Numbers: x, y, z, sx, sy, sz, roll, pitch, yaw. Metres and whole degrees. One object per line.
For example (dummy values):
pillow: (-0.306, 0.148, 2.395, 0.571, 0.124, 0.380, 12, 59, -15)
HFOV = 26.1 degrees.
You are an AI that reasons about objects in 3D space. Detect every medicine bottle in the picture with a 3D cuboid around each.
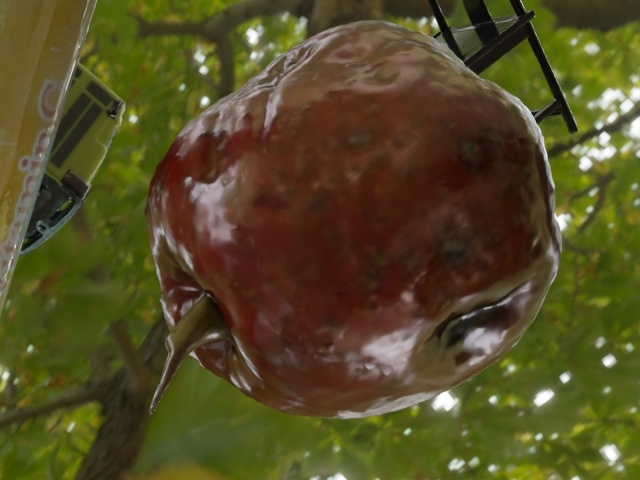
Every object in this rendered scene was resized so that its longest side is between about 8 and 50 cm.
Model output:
medicine bottle: (-0.215, -0.066, 0.865, 0.108, 0.426, 0.108, 19, -163, -6)

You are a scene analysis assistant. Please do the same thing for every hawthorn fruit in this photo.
hawthorn fruit: (0.019, -0.011, 0.891, 0.262, 0.258, 0.258, 0, -122, -8)

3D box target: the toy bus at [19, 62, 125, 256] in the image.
toy bus: (-0.290, -0.125, 1.111, 0.262, 0.128, 0.150, 41, -134, -16)

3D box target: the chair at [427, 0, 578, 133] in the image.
chair: (0.150, -0.199, 1.494, 0.141, 0.155, 0.260, -39, -68, -31)
